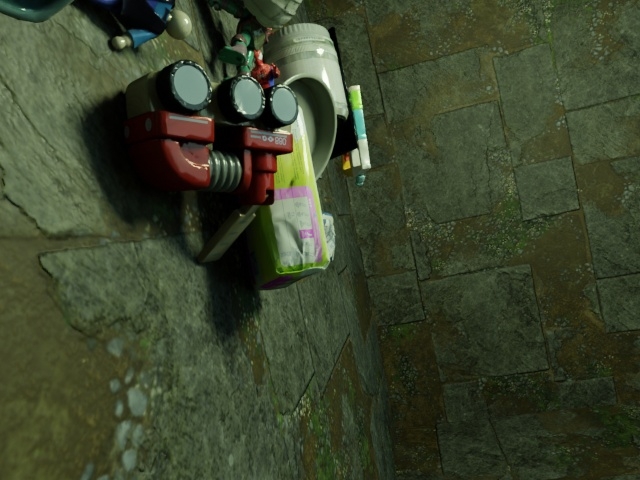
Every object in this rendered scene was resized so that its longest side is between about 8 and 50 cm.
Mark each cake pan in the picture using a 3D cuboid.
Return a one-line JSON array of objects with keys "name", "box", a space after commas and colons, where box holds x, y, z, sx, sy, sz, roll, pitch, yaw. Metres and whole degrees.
[{"name": "cake pan", "box": [-0.064, -0.257, 1.069, 0.293, 0.054, 0.293, -35, 136, -43]}]

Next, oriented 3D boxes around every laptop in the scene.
[{"name": "laptop", "box": [0.017, -0.446, 1.538, 0.408, 0.236, 0.382, -5, 84, -76]}]

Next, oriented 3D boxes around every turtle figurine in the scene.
[{"name": "turtle figurine", "box": [-0.172, -0.449, 0.946, 0.175, 0.118, 0.234, 59, 28, -60]}]

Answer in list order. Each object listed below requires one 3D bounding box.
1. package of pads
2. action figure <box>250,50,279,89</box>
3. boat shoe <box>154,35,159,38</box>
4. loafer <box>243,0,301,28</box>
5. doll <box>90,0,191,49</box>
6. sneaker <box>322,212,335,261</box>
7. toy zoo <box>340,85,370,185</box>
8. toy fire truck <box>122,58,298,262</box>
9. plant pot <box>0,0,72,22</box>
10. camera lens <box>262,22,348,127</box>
[{"name": "package of pads", "box": [-0.083, -0.069, 0.788, 0.229, 0.101, 0.297, 147, -66, -67]}, {"name": "action figure", "box": [-0.124, -0.330, 1.089, 0.139, 0.091, 0.280, -97, 172, -70]}, {"name": "boat shoe", "box": [-0.252, -0.343, 0.574, 0.049, 0.056, 0.152, 45, -19, 28]}, {"name": "loafer", "box": [-0.162, -0.575, 0.860, 0.319, 0.111, 0.112, 44, 31, -19]}, {"name": "doll", "box": [-0.233, -0.300, 0.541, 0.189, 0.046, 0.129, 0, 113, -66]}, {"name": "sneaker", "box": [0.000, 0.000, 1.339, 0.296, 0.111, 0.131, 33, 47, -74]}, {"name": "toy zoo", "box": [0.100, -0.322, 1.403, 0.192, 0.030, 0.293, -164, -116, -74]}, {"name": "toy fire truck", "box": [-0.150, -0.086, 0.599, 0.217, 0.158, 0.247, -5, 96, -47]}, {"name": "plant pot", "box": [-0.230, -0.334, 0.241, 0.252, 0.247, 0.248, 60, 13, -4]}, {"name": "camera lens", "box": [-0.045, -0.449, 1.278, 0.219, 0.219, 0.274, -8, 87, -79]}]
